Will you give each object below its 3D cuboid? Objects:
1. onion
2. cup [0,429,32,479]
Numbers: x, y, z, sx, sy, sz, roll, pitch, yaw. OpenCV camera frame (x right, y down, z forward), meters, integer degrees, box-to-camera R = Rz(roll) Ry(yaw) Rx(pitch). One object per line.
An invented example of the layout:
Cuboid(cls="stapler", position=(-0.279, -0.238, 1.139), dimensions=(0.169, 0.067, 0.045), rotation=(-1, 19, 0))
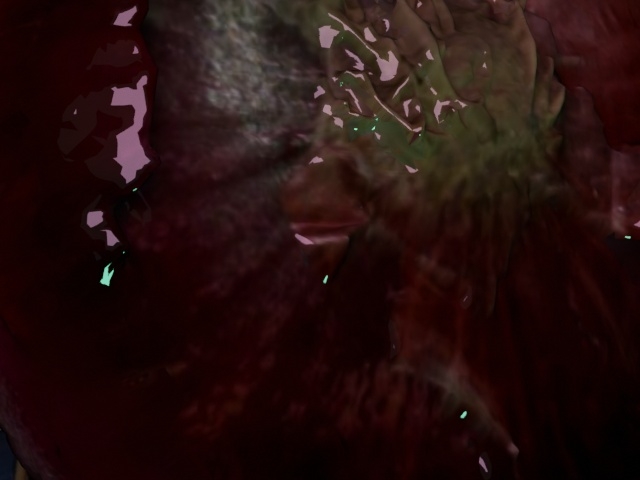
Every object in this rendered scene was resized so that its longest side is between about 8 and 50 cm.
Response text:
Cuboid(cls="onion", position=(0.000, 0.000, 0.538), dimensions=(0.272, 0.195, 0.272), rotation=(12, 70, -35))
Cuboid(cls="cup", position=(-0.129, 0.151, 0.525), dimensions=(0.155, 0.131, 0.176), rotation=(-13, 95, 5))
